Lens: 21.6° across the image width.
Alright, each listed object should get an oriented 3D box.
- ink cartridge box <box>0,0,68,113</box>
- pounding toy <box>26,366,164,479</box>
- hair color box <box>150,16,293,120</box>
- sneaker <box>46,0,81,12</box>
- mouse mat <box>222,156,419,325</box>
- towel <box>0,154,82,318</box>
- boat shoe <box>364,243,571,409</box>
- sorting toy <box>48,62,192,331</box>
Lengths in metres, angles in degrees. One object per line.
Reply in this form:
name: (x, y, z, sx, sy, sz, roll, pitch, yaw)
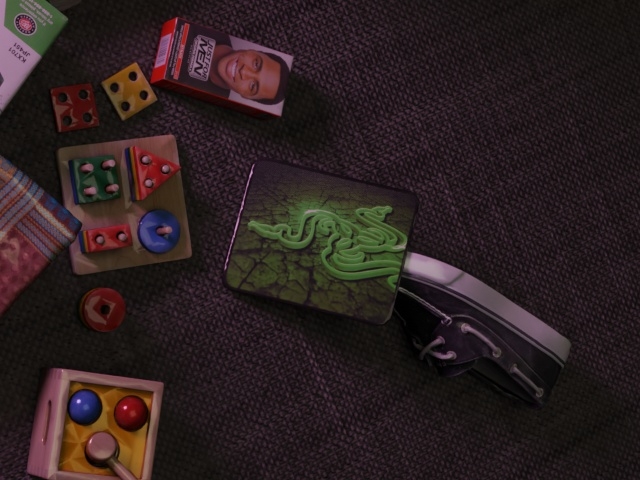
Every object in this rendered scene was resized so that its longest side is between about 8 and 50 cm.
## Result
ink cartridge box: (-0.371, -0.176, 1.639, 0.153, 0.087, 0.208, 38, 73, -20)
pounding toy: (-0.215, 0.206, 1.693, 0.130, 0.100, 0.141, 10, 83, -26)
hair color box: (-0.105, -0.183, 1.799, 0.141, 0.043, 0.072, 15, 80, -26)
sneaker: (-0.290, -0.376, 1.682, 0.111, 0.129, 0.297, -19, 115, -28)
mouse mat: (0.000, 0.000, 1.811, 0.189, 0.007, 0.153, 13, 80, 5)
towel: (-0.446, -0.032, 1.566, 0.370, 0.040, 0.271, 41, 97, -20)
boat shoe: (0.151, 0.102, 1.887, 0.301, 0.108, 0.102, 31, 73, -30)
sorting toy: (-0.199, -0.048, 1.744, 0.132, 0.046, 0.275, -9, 91, -27)
